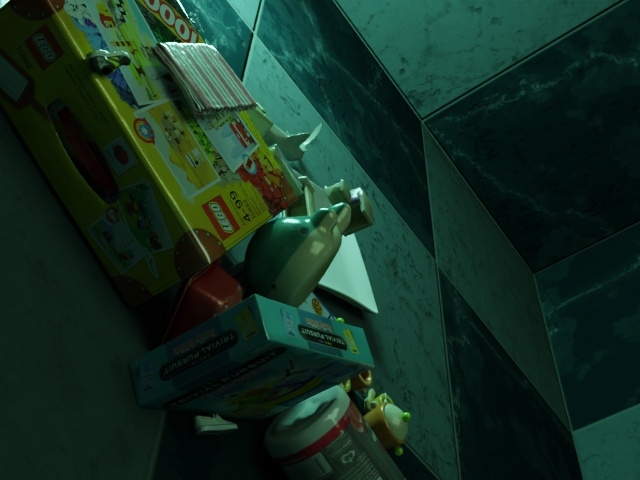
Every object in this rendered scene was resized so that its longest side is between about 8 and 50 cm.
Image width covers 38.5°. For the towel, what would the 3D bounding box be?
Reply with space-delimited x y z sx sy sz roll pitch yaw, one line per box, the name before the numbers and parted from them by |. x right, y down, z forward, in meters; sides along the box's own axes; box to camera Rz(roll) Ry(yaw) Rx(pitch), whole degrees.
towel | -0.198 -0.278 1.582 0.144 0.029 0.197 54 25 6

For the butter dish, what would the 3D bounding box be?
butter dish | -0.179 0.124 1.524 0.118 0.160 0.160 28 21 7

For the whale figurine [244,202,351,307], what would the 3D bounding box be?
whale figurine | -0.041 0.008 1.692 0.141 0.216 0.272 34 39 6

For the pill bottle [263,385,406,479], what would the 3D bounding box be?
pill bottle | 0.051 0.435 1.657 0.319 0.176 0.176 56 22 -11

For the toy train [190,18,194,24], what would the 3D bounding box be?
toy train | -0.345 -0.459 1.988 0.184 0.105 0.080 5 58 -64

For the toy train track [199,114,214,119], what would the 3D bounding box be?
toy train track | -0.201 -0.228 1.560 0.048 0.014 0.083 37 30 -26

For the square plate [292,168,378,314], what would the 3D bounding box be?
square plate | 0.000 0.000 2.259 0.347 0.049 0.344 31 36 -52

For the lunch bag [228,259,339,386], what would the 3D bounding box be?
lunch bag | -0.069 0.183 1.797 0.303 0.115 0.243 48 27 -27

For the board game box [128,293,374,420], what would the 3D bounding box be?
board game box | -0.102 0.204 1.499 0.336 0.253 0.079 24 42 -56

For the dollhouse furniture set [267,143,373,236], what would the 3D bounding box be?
dollhouse furniture set | -0.087 -0.138 1.918 0.303 0.286 0.198 54 18 -40

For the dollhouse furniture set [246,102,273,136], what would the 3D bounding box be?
dollhouse furniture set | -0.238 -0.279 2.022 0.212 0.161 0.242 35 11 -48

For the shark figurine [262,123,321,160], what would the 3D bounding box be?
shark figurine | -0.065 -0.253 2.351 0.278 0.116 0.166 9 56 -61

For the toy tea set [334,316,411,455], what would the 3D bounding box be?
toy tea set | 0.096 0.304 1.986 0.336 0.124 0.200 54 22 -16

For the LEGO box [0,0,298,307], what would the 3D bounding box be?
LEGO box | -0.303 -0.194 1.581 0.500 0.193 0.372 58 28 -6

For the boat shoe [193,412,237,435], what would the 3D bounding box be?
boat shoe | -0.175 0.302 1.516 0.100 0.035 0.035 14 53 -53

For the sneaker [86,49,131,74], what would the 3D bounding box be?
sneaker | -0.320 -0.267 1.389 0.083 0.031 0.035 -10 88 -55
